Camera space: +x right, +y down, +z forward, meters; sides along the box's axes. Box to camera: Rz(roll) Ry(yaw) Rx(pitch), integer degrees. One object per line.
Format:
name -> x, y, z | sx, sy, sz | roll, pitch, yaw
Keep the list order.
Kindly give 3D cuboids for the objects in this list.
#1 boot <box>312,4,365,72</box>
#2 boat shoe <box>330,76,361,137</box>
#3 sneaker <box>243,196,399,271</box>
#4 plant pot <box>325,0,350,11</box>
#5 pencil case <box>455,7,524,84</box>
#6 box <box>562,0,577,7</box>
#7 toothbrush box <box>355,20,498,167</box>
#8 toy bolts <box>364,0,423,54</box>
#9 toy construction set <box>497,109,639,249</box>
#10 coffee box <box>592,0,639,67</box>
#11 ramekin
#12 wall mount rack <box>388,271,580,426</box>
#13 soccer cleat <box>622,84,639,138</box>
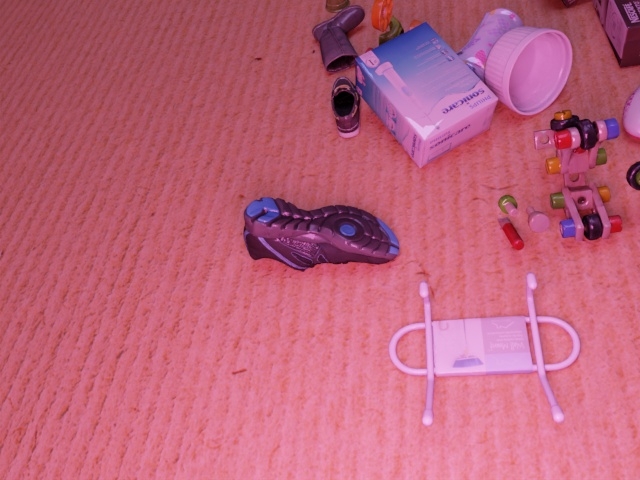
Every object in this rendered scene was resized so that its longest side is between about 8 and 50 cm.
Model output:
boot -> 0.073, -0.599, 1.912 | 0.190, 0.076, 0.208 | -30, 41, 8
boat shoe -> 0.068, -0.374, 1.728 | 0.081, 0.068, 0.227 | -11, 49, 6
sneaker -> 0.000, 0.000, 1.409 | 0.341, 0.139, 0.125 | 12, 43, 1
plant pot -> 0.049, -0.795, 2.080 | 0.083, 0.079, 0.083 | -7, 49, 8
pencil case -> 0.431, -0.497, 1.703 | 0.124, 0.113, 0.273 | 35, 64, 11
box -> 0.713, -0.877, 1.889 | 0.191, 0.143, 0.381 | -33, 42, 26
toothbrush box -> 0.252, -0.360, 1.581 | 0.216, 0.126, 0.295 | -31, 66, -11
toy bolts -> 0.220, -0.534, 1.752 | 0.158, 0.218, 0.228 | 16, 75, 19
toy construction set -> 0.499, -0.129, 1.348 | 0.309, 0.257, 0.237 | -35, 19, 14
coffee box -> 0.833, -0.593, 1.673 | 0.168, 0.119, 0.297 | -5, 50, 10
ramekin -> 0.497, -0.420, 1.568 | 0.207, 0.207, 0.109 | -32, 41, -12
wall mount rack -> 0.289, 0.204, 1.143 | 0.350, 0.130, 0.304 | -5, 50, 12
soccer cleat -> 0.795, -0.374, 1.483 | 0.116, 0.143, 0.331 | 26, 62, 32
